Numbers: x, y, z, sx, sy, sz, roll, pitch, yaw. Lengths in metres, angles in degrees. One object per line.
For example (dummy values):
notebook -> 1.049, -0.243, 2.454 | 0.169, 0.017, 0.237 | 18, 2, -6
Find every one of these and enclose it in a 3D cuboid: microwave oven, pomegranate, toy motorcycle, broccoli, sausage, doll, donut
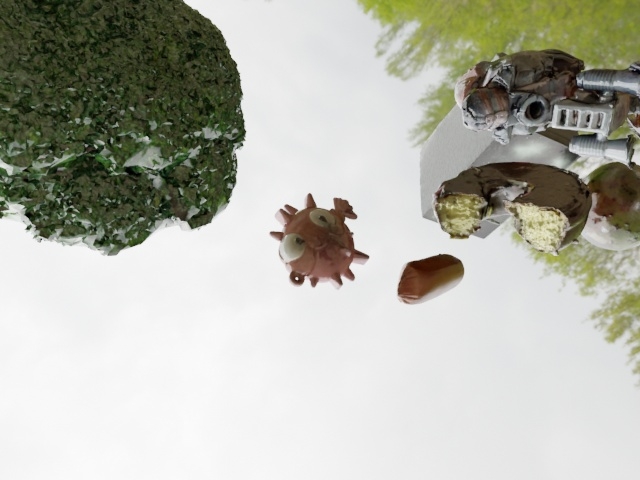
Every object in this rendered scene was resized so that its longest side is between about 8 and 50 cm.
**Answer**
microwave oven -> 0.508, -0.273, 1.672 | 0.236, 0.432, 0.374 | 19, -129, -15
pomegranate -> 0.821, -0.095, 1.470 | 0.306, 0.242, 0.242 | -6, -130, 1
toy motorcycle -> 0.339, -0.188, 0.764 | 0.207, 0.134, 0.401 | -27, -143, -37
broccoli -> -0.209, -0.121, 0.494 | 0.308, 0.275, 0.308 | 43, -142, -46
sausage -> 0.277, 0.092, 1.393 | 0.094, 0.097, 0.348 | 17, -167, 27
doll -> 0.000, 0.000, 1.158 | 0.211, 0.093, 0.262 | 41, -130, 2
donut -> 0.451, -0.087, 1.313 | 0.345, 0.136, 0.259 | 12, -147, 35

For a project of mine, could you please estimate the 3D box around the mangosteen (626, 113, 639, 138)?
mangosteen -> 0.756, -0.301, 1.108 | 0.231, 0.289, 0.231 | 36, -147, -29
